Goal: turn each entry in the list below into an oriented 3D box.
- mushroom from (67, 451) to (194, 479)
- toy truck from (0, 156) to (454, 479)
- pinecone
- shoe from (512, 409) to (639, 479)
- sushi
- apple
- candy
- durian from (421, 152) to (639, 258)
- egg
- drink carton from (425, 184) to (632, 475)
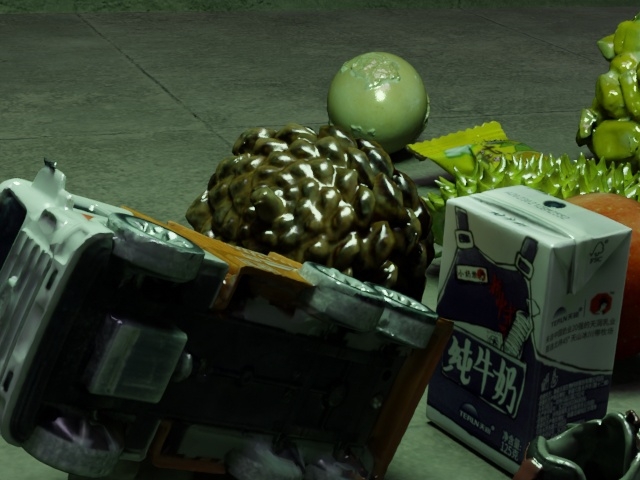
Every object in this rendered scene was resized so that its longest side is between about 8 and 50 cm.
[{"bbox_3d":[-0.150,0.193,0.935,0.099,0.096,0.278,50,22,-4],"label":"mushroom"},{"bbox_3d":[-0.094,0.070,0.955,0.207,0.173,0.387,30,7,42],"label":"toy truck"},{"bbox_3d":[0.007,0.003,1.280,0.257,0.243,0.243,16,11,-34],"label":"pinecone"},{"bbox_3d":[0.233,0.177,0.988,0.228,0.125,0.099,-7,20,-23],"label":"shoe"},{"bbox_3d":[0.554,-0.235,1.890,0.285,0.328,0.328,5,24,-12],"label":"sushi"},{"bbox_3d":[0.270,0.040,1.285,0.168,0.181,0.181,-12,25,-28],"label":"apple"},{"bbox_3d":[0.279,-0.084,1.775,0.187,0.081,0.297,-13,38,-36],"label":"candy"},{"bbox_3d":[0.274,-0.012,1.434,0.356,0.169,0.157,11,18,19],"label":"durian"},{"bbox_3d":[0.090,-0.210,1.962,0.164,0.164,0.201,4,21,-1],"label":"egg"},{"bbox_3d":[0.178,0.075,1.108,0.102,0.222,0.134,-10,24,-32],"label":"drink carton"}]
